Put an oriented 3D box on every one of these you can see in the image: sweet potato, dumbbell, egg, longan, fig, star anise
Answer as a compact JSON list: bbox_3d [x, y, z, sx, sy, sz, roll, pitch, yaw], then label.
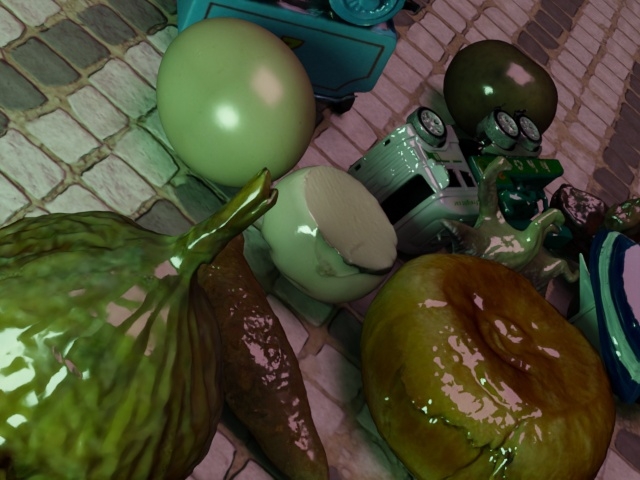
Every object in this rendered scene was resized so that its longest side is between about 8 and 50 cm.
[{"bbox_3d":[-0.076,0.109,1.453,0.114,0.092,0.342,28,31,-53],"label":"sweet potato"},{"bbox_3d":[0.009,-0.215,1.987,0.083,0.040,0.036,25,5,-27],"label":"dumbbell"},{"bbox_3d":[-0.105,-0.169,1.663,0.186,0.186,0.242,13,31,-39],"label":"egg"},{"bbox_3d":[0.286,-0.234,2.190,0.187,0.167,0.167,18,30,11],"label":"longan"},{"bbox_3d":[-0.168,0.052,1.172,0.286,0.369,0.286,35,22,-17],"label":"fig"},{"bbox_3d":[0.427,0.004,2.054,0.214,0.220,0.099,39,69,0],"label":"star anise"}]

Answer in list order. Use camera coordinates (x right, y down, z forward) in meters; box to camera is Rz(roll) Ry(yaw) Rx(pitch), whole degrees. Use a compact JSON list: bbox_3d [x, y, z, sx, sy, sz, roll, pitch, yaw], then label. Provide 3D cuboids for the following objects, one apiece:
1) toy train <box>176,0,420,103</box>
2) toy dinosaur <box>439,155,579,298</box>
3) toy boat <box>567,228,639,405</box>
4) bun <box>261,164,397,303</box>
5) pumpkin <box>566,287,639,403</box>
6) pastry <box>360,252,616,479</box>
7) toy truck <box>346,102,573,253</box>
[{"bbox_3d":[-0.029,-0.334,1.853,0.300,0.265,0.188,11,44,-19],"label":"toy train"},{"bbox_3d":[0.249,0.024,1.795,0.294,0.162,0.077,48,-7,-32],"label":"toy dinosaur"},{"bbox_3d":[0.349,0.089,1.751,0.070,0.210,0.291,3,2,-15],"label":"toy boat"},{"bbox_3d":[0.000,0.000,1.638,0.172,0.120,0.173,31,38,-28],"label":"bun"},{"bbox_3d":[0.446,0.136,1.942,0.211,0.152,0.212,19,31,-12],"label":"pumpkin"},{"bbox_3d":[0.192,0.169,1.622,0.356,0.164,0.356,23,40,-21],"label":"pastry"},{"bbox_3d":[0.209,-0.075,1.920,0.363,0.176,0.178,2,57,-46],"label":"toy truck"}]
